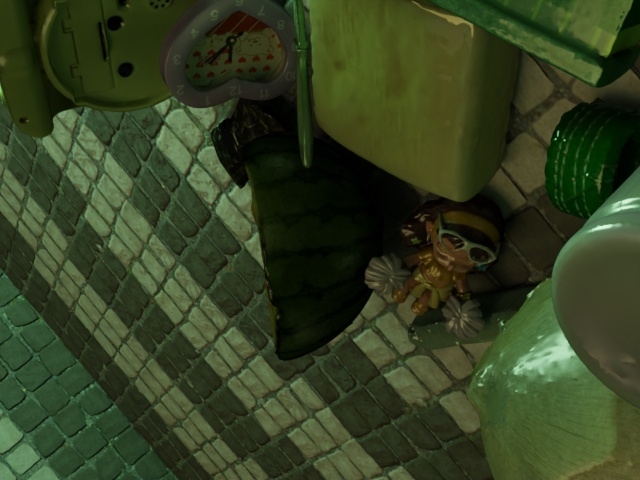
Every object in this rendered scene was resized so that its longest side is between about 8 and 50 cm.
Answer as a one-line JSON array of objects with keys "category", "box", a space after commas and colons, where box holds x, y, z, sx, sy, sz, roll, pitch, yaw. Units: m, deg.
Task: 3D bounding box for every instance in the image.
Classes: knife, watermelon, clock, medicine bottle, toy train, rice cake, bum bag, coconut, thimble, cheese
[{"category": "knife", "box": [-0.024, -0.239, 1.270, 0.043, 0.019, 0.293, -161, 67, -84]}, {"category": "watermelon", "box": [0.000, 0.000, 1.403, 0.331, 0.189, 0.331, -13, -90, -86]}, {"category": "clock", "box": [-0.277, -0.299, 1.358, 0.286, 0.348, 0.117, 91, 159, -48]}, {"category": "medicine bottle", "box": [0.361, -0.012, 0.851, 0.202, 0.316, 0.202, 32, 144, 26]}, {"category": "toy train", "box": [0.198, -0.283, 0.920, 0.300, 0.120, 0.202, 34, 125, 25]}, {"category": "rice cake", "box": [0.237, 0.108, 1.374, 0.336, 0.066, 0.063, -13, 113, 57]}, {"category": "bum bag", "box": [-0.115, -0.156, 1.548, 0.102, 0.069, 0.248, 38, 152, -10]}, {"category": "coconut", "box": [0.337, 0.190, 1.074, 0.360, 0.346, 0.346, 17, 150, -11]}, {"category": "clock", "box": [-0.120, -0.269, 1.336, 0.064, 0.198, 0.172, -122, 28, -45]}, {"category": "thimble", "box": [0.299, -0.081, 1.054, 0.090, 0.118, 0.130, 25, 114, 42]}, {"category": "cheese", "box": [0.106, -0.205, 1.165, 0.242, 0.124, 0.266, 35, 145, 31]}]

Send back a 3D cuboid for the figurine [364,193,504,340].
[{"category": "figurine", "box": [0.160, 0.031, 1.327, 0.174, 0.116, 0.240, 27, 134, -2]}]
